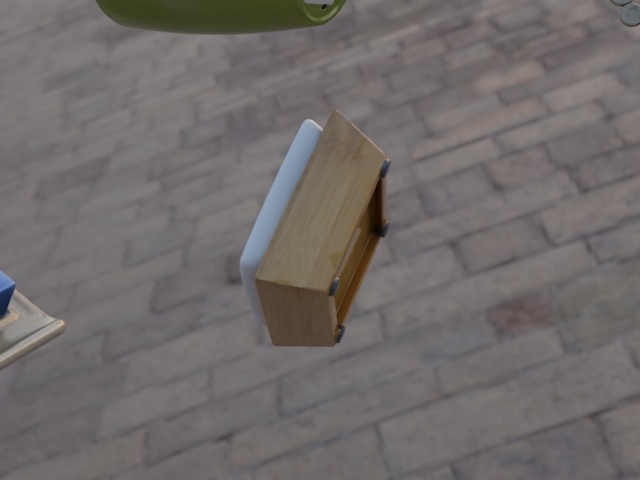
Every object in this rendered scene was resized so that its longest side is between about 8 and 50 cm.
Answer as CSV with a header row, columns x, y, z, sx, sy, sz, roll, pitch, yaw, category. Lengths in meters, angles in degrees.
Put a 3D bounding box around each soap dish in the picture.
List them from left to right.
x,y,z,sx,sy,sz,roll,pitch,yaw,category
0.000,0.000,1.932,0.118,0.291,0.229,21,73,10,soap dish

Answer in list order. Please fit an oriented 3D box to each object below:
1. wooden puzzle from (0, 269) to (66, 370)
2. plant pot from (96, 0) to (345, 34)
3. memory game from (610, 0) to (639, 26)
x,y,z,sx,sy,sz,roll,pitch,yaw,category
-0.473,0.042,1.559,0.348,0.080,0.322,33,35,17,wooden puzzle
-0.110,-0.380,2.058,0.293,0.275,0.275,20,37,28,plant pot
0.513,-0.367,2.273,0.186,0.186,0.012,-21,-26,1,memory game
